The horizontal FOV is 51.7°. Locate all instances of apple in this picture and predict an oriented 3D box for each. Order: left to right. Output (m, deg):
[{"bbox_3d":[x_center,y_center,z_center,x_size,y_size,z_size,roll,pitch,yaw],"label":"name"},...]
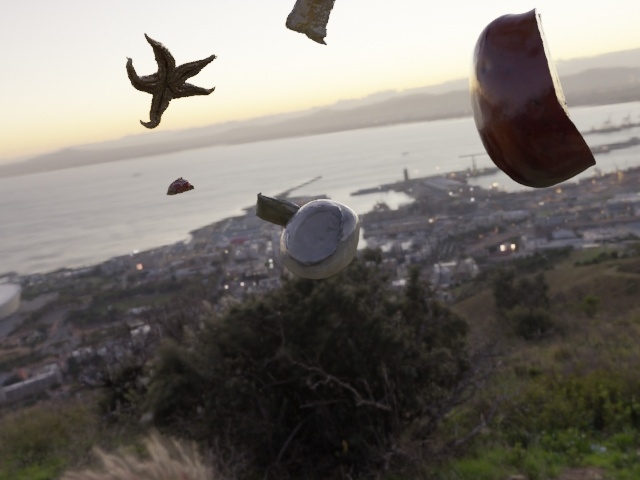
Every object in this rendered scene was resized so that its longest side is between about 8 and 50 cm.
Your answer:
[{"bbox_3d":[0.449,-0.287,1.348,0.295,0.364,0.329,-23,6,-18],"label":"apple"}]

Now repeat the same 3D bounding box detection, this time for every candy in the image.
[{"bbox_3d":[0.000,0.000,2.206,0.296,0.295,0.185,-3,-28,23],"label":"candy"}]

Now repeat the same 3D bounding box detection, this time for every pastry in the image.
[{"bbox_3d":[-0.006,-0.641,1.684,0.122,0.258,0.089,13,11,-17],"label":"pastry"}]

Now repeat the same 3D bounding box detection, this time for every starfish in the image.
[{"bbox_3d":[-0.430,-0.473,1.914,0.303,0.299,0.060,-21,49,-37],"label":"starfish"}]

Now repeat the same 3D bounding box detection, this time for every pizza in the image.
[{"bbox_3d":[-0.496,-0.200,2.323,0.100,0.029,0.099,-12,37,-6],"label":"pizza"}]

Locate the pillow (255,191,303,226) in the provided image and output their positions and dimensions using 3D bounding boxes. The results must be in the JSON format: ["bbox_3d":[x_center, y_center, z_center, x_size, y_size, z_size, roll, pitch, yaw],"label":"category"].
[{"bbox_3d":[-0.133,-0.095,2.337,0.208,0.119,0.053,19,43,9],"label":"pillow"}]
